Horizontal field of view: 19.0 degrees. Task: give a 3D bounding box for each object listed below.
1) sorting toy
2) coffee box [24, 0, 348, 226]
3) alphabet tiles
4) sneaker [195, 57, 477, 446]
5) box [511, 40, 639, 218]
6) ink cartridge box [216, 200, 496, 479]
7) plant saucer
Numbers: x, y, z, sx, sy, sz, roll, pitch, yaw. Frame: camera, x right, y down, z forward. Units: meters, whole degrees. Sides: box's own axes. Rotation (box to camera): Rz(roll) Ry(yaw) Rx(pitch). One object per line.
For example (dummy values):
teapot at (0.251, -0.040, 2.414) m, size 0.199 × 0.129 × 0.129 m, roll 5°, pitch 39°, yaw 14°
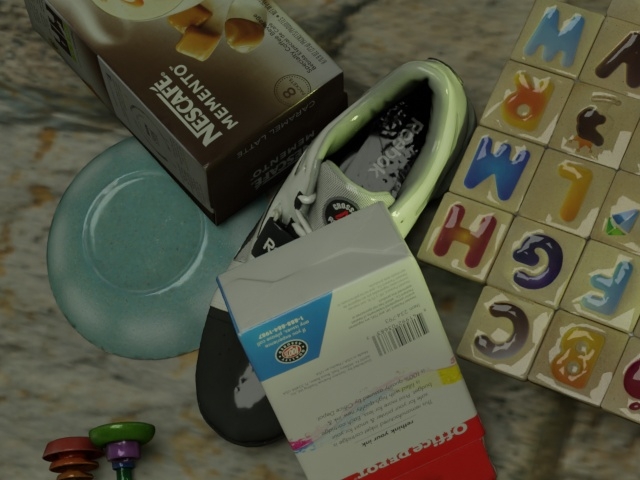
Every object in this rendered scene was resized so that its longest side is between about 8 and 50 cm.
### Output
sorting toy at (-0.167, 0.171, 1.479) m, size 0.102 × 0.061 × 0.042 m, roll -18°, pitch 69°, yaw 34°
coffee box at (-0.109, -0.151, 1.516) m, size 0.141 × 0.098 × 0.246 m, roll -36°, pitch 67°, yaw -16°
alphabet tiles at (0.242, -0.041, 1.386) m, size 0.285 × 0.011 × 0.342 m, roll 21°, pitch 77°, yaw 21°
sneaker at (0.000, 0.000, 1.430) m, size 0.122 × 0.146 × 0.330 m, roll 29°, pitch 86°, yaw 9°
box at (0.299, -0.018, 1.403) m, size 0.322 × 0.058 × 0.232 m, roll 7°, pitch 76°, yaw 16°
ink cartridge box at (0.031, 0.102, 1.380) m, size 0.134 × 0.231 × 0.078 m, roll -24°, pitch 37°, yaw -2°
plant saucer at (-0.136, -0.003, 1.533) m, size 0.195 × 0.037 × 0.195 m, roll -4°, pitch 73°, yaw 14°
